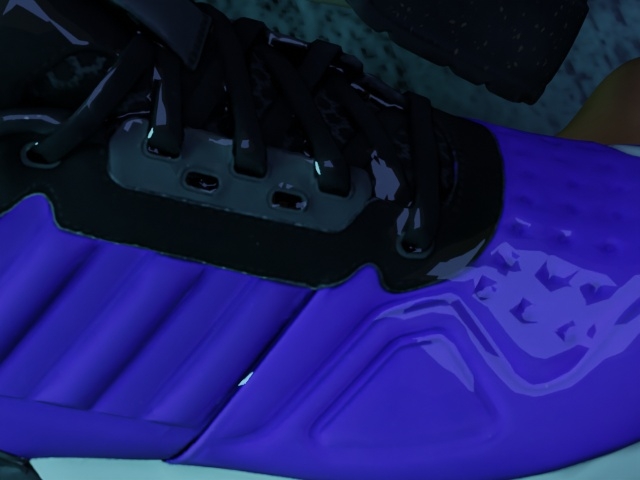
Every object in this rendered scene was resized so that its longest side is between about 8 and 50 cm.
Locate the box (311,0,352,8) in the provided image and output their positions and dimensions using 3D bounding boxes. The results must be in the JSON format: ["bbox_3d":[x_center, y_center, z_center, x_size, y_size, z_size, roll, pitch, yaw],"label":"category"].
[{"bbox_3d":[-0.047,-0.182,0.517,0.311,0.148,0.121,3,57,-32],"label":"box"}]

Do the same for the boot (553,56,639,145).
[{"bbox_3d":[0.000,0.000,0.508,0.220,0.109,0.283,28,65,12],"label":"boot"}]

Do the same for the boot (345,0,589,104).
[{"bbox_3d":[0.015,-0.182,0.372,0.338,0.223,0.118,12,29,-50],"label":"boot"}]

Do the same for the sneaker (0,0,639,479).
[{"bbox_3d":[-0.027,-0.008,0.350,0.293,0.146,0.102,-6,34,6],"label":"sneaker"}]
